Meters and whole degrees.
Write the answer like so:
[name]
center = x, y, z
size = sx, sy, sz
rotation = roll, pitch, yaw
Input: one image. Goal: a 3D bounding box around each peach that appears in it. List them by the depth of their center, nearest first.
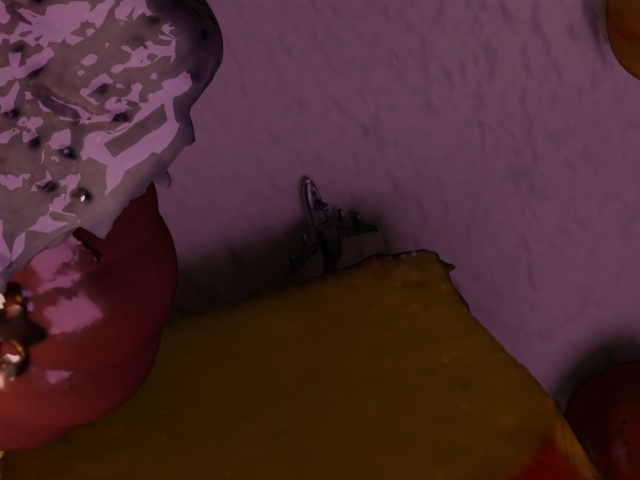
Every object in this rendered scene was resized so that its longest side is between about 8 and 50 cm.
[peach]
center = 0.007, 0.175, 0.841
size = 0.380, 0.242, 0.306
rotation = -17, 141, -22

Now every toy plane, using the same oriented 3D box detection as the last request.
[toy plane]
center = 0.002, 0.002, 0.861
size = 0.078, 0.024, 0.084
rotation = -33, 136, -28

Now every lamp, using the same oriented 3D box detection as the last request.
[lamp]
center = -0.149, 0.006, 0.700
size = 0.182, 0.140, 0.182
rotation = 7, 114, 17

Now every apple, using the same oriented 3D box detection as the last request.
[apple]
center = 0.198, -0.125, 0.840
size = 0.084, 0.071, 0.084
rotation = -15, 128, -20

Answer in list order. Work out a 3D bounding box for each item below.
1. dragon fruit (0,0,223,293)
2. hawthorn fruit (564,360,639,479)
[dragon fruit]
center = -0.205, -0.104, 0.540
size = 0.283, 0.204, 0.221
rotation = 35, 100, -35
[hawthorn fruit]
center = 0.224, 0.141, 1.023
size = 0.128, 0.128, 0.128
rotation = -15, 129, -19
